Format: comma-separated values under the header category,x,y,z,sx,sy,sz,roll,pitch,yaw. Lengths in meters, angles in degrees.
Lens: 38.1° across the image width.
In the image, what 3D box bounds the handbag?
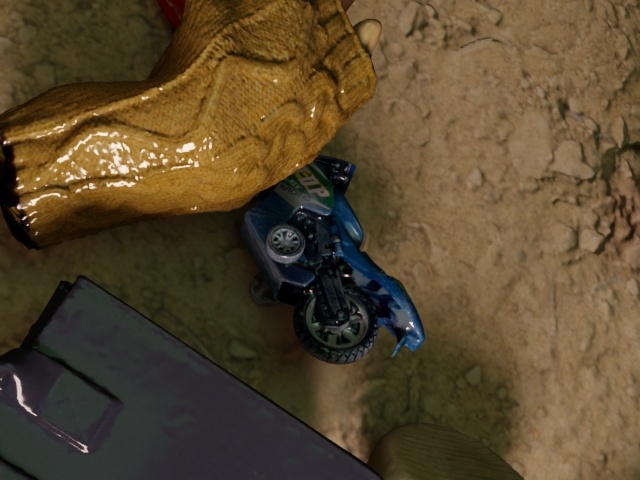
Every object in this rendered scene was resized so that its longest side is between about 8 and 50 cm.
category,x,y,z,sx,sy,sz,roll,pitch,yaw
handbag,-0.143,0.225,0.649,0.329,0.122,0.303,36,68,-15

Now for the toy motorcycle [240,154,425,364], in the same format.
category,x,y,z,sx,sy,sz,roll,pitch,yaw
toy motorcycle,0.000,0.000,0.843,0.135,0.092,0.254,-18,62,-24

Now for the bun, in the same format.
category,x,y,z,sx,sy,sz,roll,pitch,yaw
bun,0.107,0.246,0.794,0.173,0.113,0.166,30,20,-1

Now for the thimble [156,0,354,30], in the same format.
category,x,y,z,sx,sy,sz,roll,pitch,yaw
thimble,-0.064,-0.261,0.894,0.189,0.125,0.163,27,61,-15

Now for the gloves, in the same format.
category,x,y,z,sx,sy,sz,roll,pitch,yaw
gloves,-0.098,-0.101,0.768,0.356,0.203,0.155,-33,78,-14
